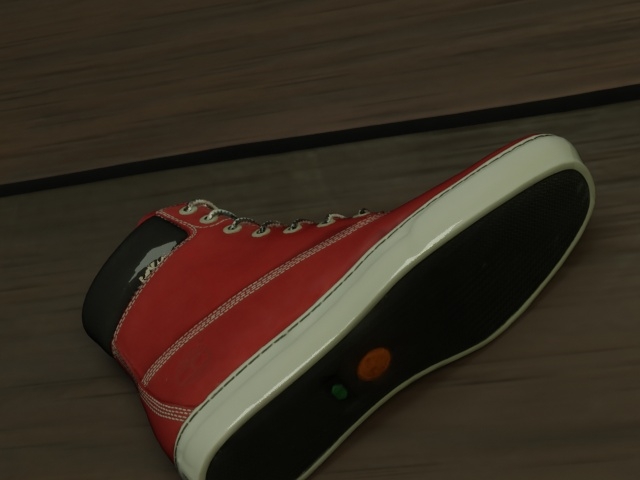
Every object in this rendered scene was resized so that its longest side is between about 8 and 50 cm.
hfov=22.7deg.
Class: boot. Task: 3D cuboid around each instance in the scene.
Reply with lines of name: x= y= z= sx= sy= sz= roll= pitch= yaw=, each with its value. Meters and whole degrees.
boot: x=0.000 y=0.000 z=0.793 sx=0.244 sy=0.088 sz=0.176 roll=-36 pitch=45 yaw=-5
